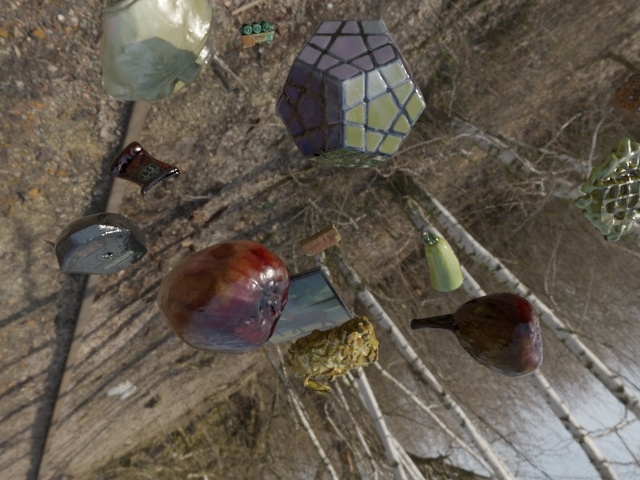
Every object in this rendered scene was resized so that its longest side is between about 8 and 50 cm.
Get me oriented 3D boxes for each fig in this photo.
[{"bbox_3d":[0.355,0.209,1.009,0.290,0.190,0.190,2,169,10],"label":"fig"},{"bbox_3d":[-0.184,0.111,0.854,0.263,0.223,0.224,-19,167,8],"label":"fig"}]

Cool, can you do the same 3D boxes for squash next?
[{"bbox_3d":[0.323,0.047,1.221,0.094,0.094,0.224,-37,129,-3],"label":"squash"}]

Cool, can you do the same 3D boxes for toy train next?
[{"bbox_3d":[-0.187,-0.608,1.300,0.103,0.044,0.064,-15,131,-12],"label":"toy train"}]

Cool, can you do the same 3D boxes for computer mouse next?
[{"bbox_3d":[-0.297,0.003,0.600,0.099,0.057,0.172,-35,170,-7],"label":"computer mouse"}]

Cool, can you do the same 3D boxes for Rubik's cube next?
[{"bbox_3d":[0.063,-0.298,0.935,0.264,0.319,0.319,-32,165,-42],"label":"Rubik's cube"}]

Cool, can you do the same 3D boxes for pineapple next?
[{"bbox_3d":[0.927,-0.446,1.172,0.278,0.158,0.158,-54,160,22],"label":"pineapple"}]

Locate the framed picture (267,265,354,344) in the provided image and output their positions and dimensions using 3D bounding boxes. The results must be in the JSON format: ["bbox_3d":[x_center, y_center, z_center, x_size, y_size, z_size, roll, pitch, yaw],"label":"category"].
[{"bbox_3d":[-0.072,0.182,1.139,0.265,0.016,0.347,-17,146,7],"label":"framed picture"}]

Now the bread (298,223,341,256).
[{"bbox_3d":[0.000,0.000,0.901,0.083,0.036,0.047,-28,149,-1],"label":"bread"}]

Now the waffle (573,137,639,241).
[{"bbox_3d":[0.707,-0.115,1.029,0.204,0.223,0.054,-55,-154,2],"label":"waffle"}]

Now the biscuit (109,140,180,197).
[{"bbox_3d":[-0.611,-0.241,1.518,0.151,0.235,0.063,-52,153,-16],"label":"biscuit"}]

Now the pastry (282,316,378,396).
[{"bbox_3d":[0.031,0.298,1.141,0.250,0.154,0.102,-18,-174,-19],"label":"pastry"}]

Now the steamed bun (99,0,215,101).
[{"bbox_3d":[-0.374,-0.498,1.056,0.248,0.339,0.352,9,149,-19],"label":"steamed bun"}]
